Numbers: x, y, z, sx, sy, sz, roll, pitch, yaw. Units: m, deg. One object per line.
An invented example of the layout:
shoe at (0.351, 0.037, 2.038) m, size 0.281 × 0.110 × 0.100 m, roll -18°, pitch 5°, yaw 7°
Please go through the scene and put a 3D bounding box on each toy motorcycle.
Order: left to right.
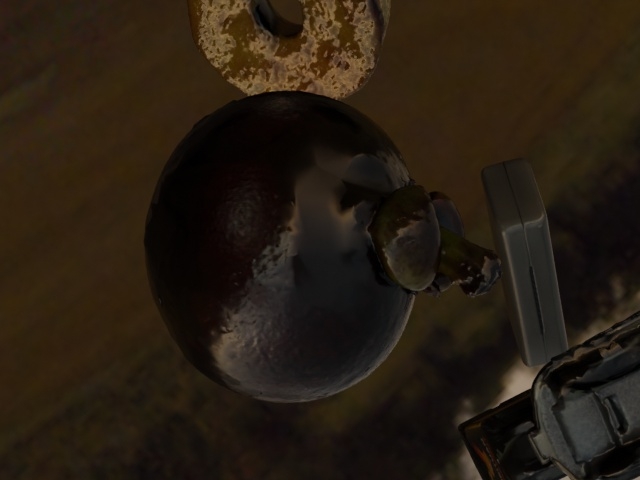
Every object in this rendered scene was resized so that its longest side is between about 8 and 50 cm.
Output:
toy motorcycle at (0.228, 0.079, 1.053) m, size 0.263 × 0.091 × 0.157 m, roll -24°, pitch 175°, yaw -14°

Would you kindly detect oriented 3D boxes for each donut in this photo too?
donut at (-0.037, -0.319, 2.157) m, size 0.303 × 0.303 × 0.110 m, roll -52°, pitch -177°, yaw 44°

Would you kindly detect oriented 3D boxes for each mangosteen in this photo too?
mangosteen at (-0.019, 0.001, 1.560) m, size 0.293 × 0.297 × 0.297 m, roll -20°, pitch -164°, yaw 49°

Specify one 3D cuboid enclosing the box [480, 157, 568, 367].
box at (0.220, 0.027, 1.804) m, size 0.055 × 0.103 × 0.243 m, roll -15°, pitch 137°, yaw 3°
